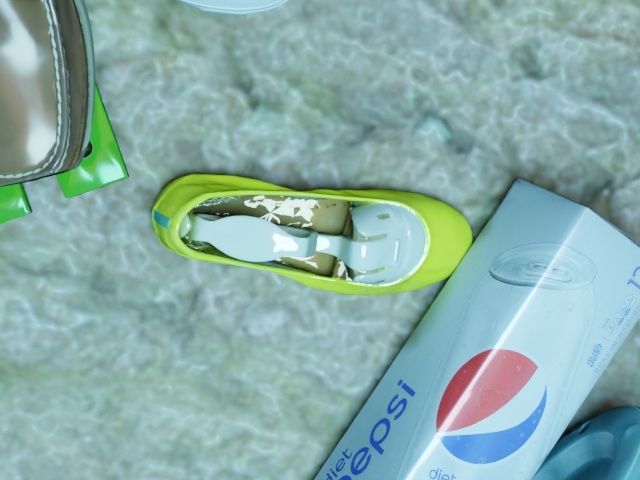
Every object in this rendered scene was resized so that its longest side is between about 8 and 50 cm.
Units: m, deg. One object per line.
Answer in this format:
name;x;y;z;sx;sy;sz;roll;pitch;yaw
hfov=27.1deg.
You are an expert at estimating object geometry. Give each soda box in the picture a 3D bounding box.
soda box;0.111;0.104;0.921;0.091;0.098;0.286;33;92;-27

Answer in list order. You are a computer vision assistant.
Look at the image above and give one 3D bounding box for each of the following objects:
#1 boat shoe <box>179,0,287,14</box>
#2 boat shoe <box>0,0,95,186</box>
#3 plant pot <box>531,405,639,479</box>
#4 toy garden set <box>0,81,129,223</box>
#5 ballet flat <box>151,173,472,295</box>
boat shoe;-0.099;-0.197;0.868;0.184;0.063;0.066;21;94;-12
boat shoe;-0.218;-0.189;0.769;0.122;0.120;0.324;-16;91;0
plant pot;0.244;0.259;0.904;0.255;0.271;0.271;43;89;-3
toy garden set;-0.271;-0.095;0.860;0.244;0.049;0.204;-19;94;-1
ballet flat;0.000;0.000;0.906;0.231;0.077;0.077;7;98;-11
